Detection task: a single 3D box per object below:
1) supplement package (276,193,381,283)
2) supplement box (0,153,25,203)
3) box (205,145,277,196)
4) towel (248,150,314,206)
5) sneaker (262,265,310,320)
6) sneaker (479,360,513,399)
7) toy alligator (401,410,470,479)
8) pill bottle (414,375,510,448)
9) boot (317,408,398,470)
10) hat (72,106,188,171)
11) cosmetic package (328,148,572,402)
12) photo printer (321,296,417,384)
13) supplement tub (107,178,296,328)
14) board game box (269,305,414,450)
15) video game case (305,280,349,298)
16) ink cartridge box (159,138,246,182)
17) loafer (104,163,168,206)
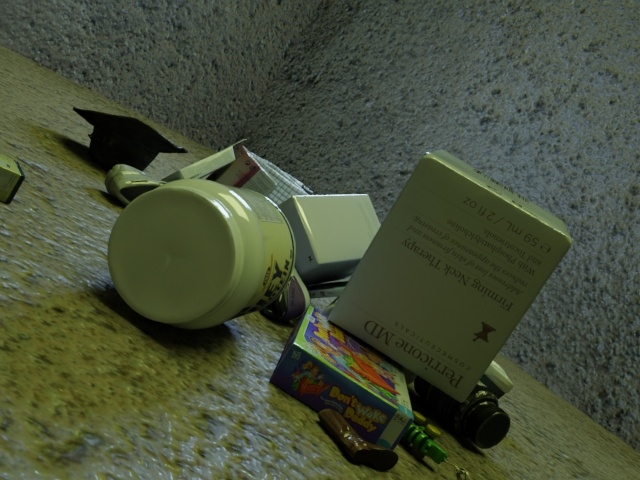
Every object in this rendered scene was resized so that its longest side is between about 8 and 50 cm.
[{"bbox_3d":[0.000,0.000,1.756,0.293,0.178,0.175,-6,71,-51],"label":"supplement package"},{"bbox_3d":[-0.555,-0.114,1.217,0.083,0.056,0.083,28,8,-39],"label":"supplement box"},{"bbox_3d":[-0.248,-0.129,1.964,0.127,0.232,0.148,47,2,-19],"label":"box"},{"bbox_3d":[-0.184,-0.132,2.424,0.284,0.235,0.121,35,1,16],"label":"towel"},{"bbox_3d":[-0.129,0.046,1.585,0.283,0.107,0.124,58,24,16],"label":"sneaker"},{"bbox_3d":[0.334,0.313,1.874,0.350,0.148,0.131,43,9,-8],"label":"sneaker"},{"bbox_3d":[0.182,0.355,1.263,0.051,0.056,0.190,27,9,-45],"label":"toy alligator"},{"bbox_3d":[0.315,0.358,1.607,0.123,0.122,0.219,28,8,-36],"label":"pill bottle"},{"bbox_3d":[0.057,0.307,1.128,0.106,0.037,0.114,31,1,-38],"label":"boot"},{"bbox_3d":[-0.543,-0.250,1.992,0.332,0.133,0.331,20,-8,3],"label":"hat"},{"bbox_3d":[0.279,0.056,1.540,0.330,0.393,0.327,31,15,8],"label":"cosmetic package"},{"bbox_3d":[0.127,0.228,1.747,0.256,0.107,0.307,33,6,7],"label":"photo printer"},{"bbox_3d":[-0.185,0.021,1.195,0.236,0.235,0.325,34,6,9],"label":"supplement tub"},{"bbox_3d":[0.044,0.243,1.338,0.233,0.078,0.347,33,6,0],"label":"board game box"},{"bbox_3d":[-0.014,0.123,1.768,0.184,0.023,0.201,-5,0,9],"label":"video game case"},{"bbox_3d":[-0.326,-0.190,1.945,0.223,0.224,0.045,-13,-73,55],"label":"ink cartridge box"},{"bbox_3d":[-0.368,-0.087,1.756,0.320,0.112,0.111,19,18,-36],"label":"loafer"}]
